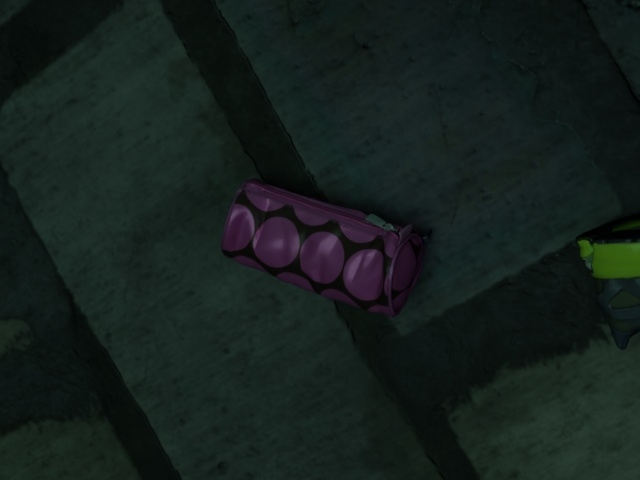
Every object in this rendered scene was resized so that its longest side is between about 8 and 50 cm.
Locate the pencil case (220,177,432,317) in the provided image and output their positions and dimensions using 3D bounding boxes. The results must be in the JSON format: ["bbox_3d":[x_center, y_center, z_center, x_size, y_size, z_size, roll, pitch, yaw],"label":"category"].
[{"bbox_3d":[0.000,0.000,1.534,0.209,0.095,0.098,16,137,23],"label":"pencil case"}]

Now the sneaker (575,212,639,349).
[{"bbox_3d":[0.378,0.035,1.349,0.300,0.111,0.121,-2,109,33],"label":"sneaker"}]
